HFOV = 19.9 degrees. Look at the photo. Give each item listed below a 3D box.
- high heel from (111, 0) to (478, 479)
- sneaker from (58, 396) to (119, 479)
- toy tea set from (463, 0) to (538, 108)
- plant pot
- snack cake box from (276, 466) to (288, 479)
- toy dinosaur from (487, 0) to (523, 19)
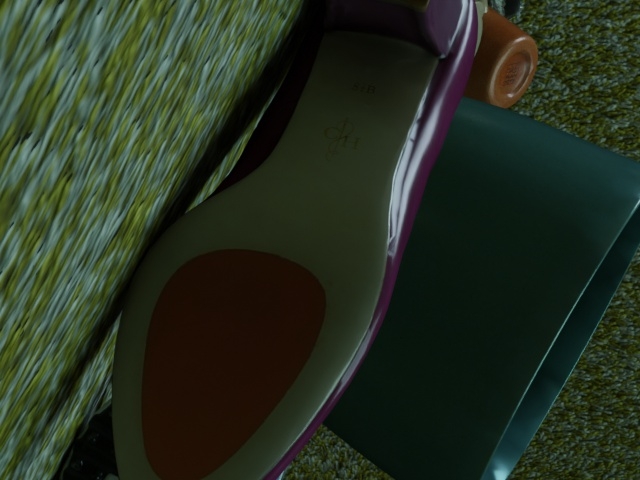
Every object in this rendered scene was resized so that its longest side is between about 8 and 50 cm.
[{"bbox_3d":[0.000,0.000,0.992,0.181,0.127,0.377,75,40,-69],"label":"high heel"},{"bbox_3d":[-0.118,0.156,1.059,0.234,0.078,0.106,-58,180,7],"label":"sneaker"},{"bbox_3d":[0.154,-0.270,1.622,0.336,0.124,0.200,-58,147,0],"label":"toy tea set"},{"bbox_3d":[0.077,0.025,1.324,0.293,0.235,0.293,-56,167,-20],"label":"plant pot"},{"bbox_3d":[-0.107,0.310,2.022,0.152,0.089,0.264,103,9,-80],"label":"snack cake box"},{"bbox_3d":[0.199,-0.315,1.826,0.314,0.121,0.160,-65,-170,-17],"label":"toy dinosaur"}]
